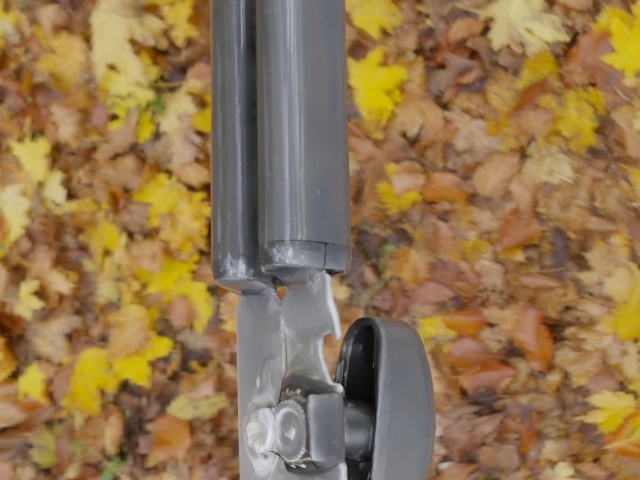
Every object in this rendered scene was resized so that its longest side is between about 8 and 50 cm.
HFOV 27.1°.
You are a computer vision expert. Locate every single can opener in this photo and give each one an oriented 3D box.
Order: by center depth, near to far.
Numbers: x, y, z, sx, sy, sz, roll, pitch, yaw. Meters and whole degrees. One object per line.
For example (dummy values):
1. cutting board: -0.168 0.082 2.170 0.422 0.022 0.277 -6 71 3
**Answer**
1. can opener: 0.000 0.000 0.631 0.076 0.095 0.283 -15 72 50
